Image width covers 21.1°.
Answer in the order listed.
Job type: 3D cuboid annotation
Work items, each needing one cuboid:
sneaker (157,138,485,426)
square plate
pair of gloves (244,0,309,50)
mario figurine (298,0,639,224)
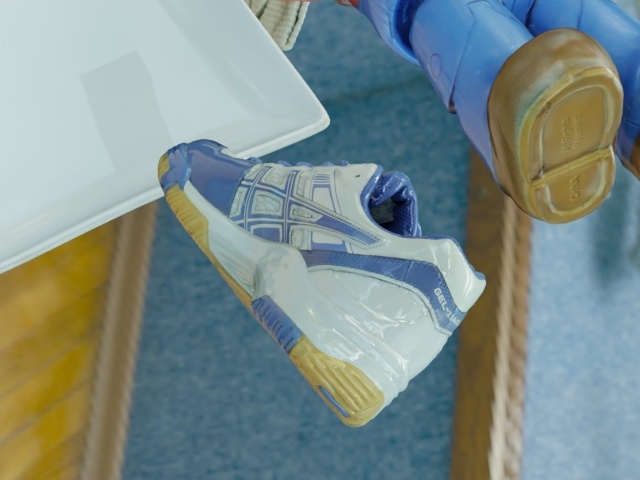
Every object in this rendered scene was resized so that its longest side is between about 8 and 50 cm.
[{"bbox_3d":[0.000,0.000,1.099,0.131,0.296,0.112,-41,131,-4],"label":"sneaker"},{"bbox_3d":[-0.225,-0.154,1.488,0.344,0.049,0.347,-26,65,-21],"label":"square plate"},{"bbox_3d":[-0.093,-0.194,1.864,0.042,0.204,0.240,20,104,-23],"label":"pair of gloves"},{"bbox_3d":[0.045,-0.153,0.745,0.198,0.170,0.320,25,16,-50],"label":"mario figurine"}]
